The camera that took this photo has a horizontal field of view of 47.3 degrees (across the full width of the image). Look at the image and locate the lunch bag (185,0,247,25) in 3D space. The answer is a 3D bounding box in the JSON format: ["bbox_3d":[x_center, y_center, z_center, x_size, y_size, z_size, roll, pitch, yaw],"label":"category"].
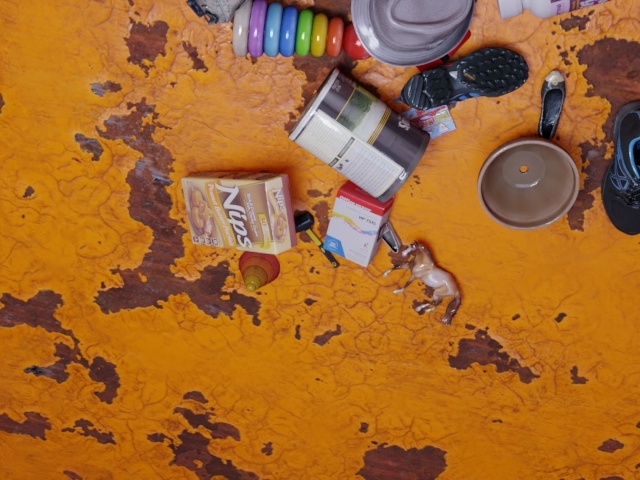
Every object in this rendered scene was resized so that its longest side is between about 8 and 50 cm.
[{"bbox_3d":[-0.174,-0.621,1.475,0.305,0.212,0.256,-43,123,-9],"label":"lunch bag"}]

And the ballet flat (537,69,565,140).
[{"bbox_3d":[0.543,-0.312,1.709,0.057,0.049,0.173,1,120,7],"label":"ballet flat"}]

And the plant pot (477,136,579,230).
[{"bbox_3d":[0.499,-0.153,1.774,0.237,0.110,0.238,5,122,7],"label":"plant pot"}]

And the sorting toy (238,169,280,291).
[{"bbox_3d":[-0.164,-0.002,1.959,0.126,0.126,0.366,11,122,3],"label":"sorting toy"}]

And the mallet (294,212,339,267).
[{"bbox_3d":[0.000,0.000,1.990,0.062,0.039,0.189,-36,114,23],"label":"mallet"}]

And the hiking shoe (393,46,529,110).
[{"bbox_3d":[0.324,-0.373,1.680,0.303,0.132,0.113,-12,101,-8],"label":"hiking shoe"}]

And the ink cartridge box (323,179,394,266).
[{"bbox_3d":[0.102,-0.063,1.889,0.134,0.078,0.231,23,123,15],"label":"ink cartridge box"}]

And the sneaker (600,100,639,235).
[{"bbox_3d":[0.739,-0.147,1.723,0.124,0.140,0.341,-7,120,11],"label":"sneaker"}]

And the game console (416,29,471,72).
[{"bbox_3d":[0.248,-0.478,1.679,0.144,0.085,0.124,45,148,-17],"label":"game console"}]

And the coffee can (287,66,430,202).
[{"bbox_3d":[0.090,-0.246,1.725,0.275,0.202,0.202,33,120,-9],"label":"coffee can"}]

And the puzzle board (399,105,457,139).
[{"bbox_3d":[0.257,-0.288,1.790,0.128,0.011,0.096,-21,115,20],"label":"puzzle board"}]

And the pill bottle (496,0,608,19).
[{"bbox_3d":[0.510,-0.556,1.501,0.301,0.169,0.169,-12,118,16],"label":"pill bottle"}]

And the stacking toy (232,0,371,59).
[{"bbox_3d":[-0.029,-0.468,1.667,0.330,0.141,0.141,8,121,-2],"label":"stacking toy"}]

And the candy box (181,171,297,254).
[{"bbox_3d":[-0.208,-0.075,1.842,0.316,0.087,0.183,6,111,41],"label":"candy box"}]

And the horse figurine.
[{"bbox_3d":[0.295,0.117,1.993,0.263,0.066,0.174,41,124,-12],"label":"horse figurine"}]

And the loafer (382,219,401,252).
[{"bbox_3d":[0.175,-0.020,1.944,0.045,0.039,0.125,-30,112,24],"label":"loafer"}]

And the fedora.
[{"bbox_3d":[0.211,-0.500,1.557,0.275,0.124,0.244,-15,103,-5],"label":"fedora"}]
